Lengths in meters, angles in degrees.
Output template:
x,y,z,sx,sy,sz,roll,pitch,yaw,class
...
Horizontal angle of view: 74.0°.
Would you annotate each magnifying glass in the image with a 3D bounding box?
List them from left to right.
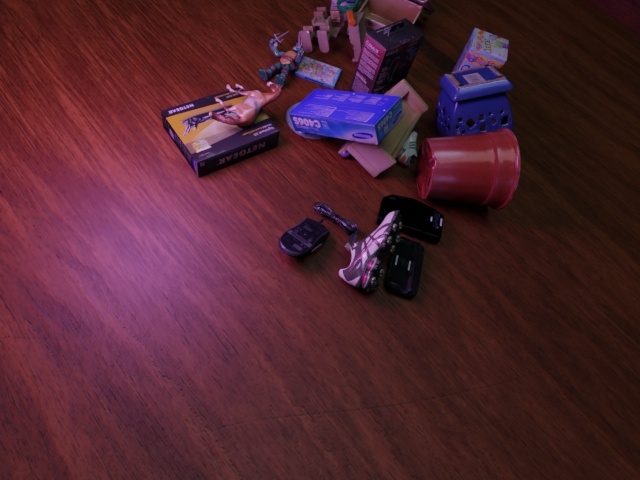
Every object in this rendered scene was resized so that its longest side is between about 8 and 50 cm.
x,y,z,sx,sy,sz,roll,pitch,yaw,class
0.116,-0.933,1.723,0.092,0.026,0.231,-9,49,6,magnifying glass

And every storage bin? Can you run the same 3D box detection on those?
x,y,z,sx,sy,sz,roll,pitch,yaw,class
0.285,-0.977,1.894,0.260,0.123,0.262,25,58,3,storage bin

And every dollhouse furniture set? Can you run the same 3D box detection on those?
x,y,z,sx,sy,sz,roll,pitch,yaw,class
0.065,-0.857,1.793,0.242,0.161,0.212,9,55,19,dollhouse furniture set

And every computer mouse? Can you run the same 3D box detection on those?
x,y,z,sx,sy,sz,roll,pitch,yaw,class
0.000,0.000,1.285,0.184,0.060,0.262,31,46,12,computer mouse

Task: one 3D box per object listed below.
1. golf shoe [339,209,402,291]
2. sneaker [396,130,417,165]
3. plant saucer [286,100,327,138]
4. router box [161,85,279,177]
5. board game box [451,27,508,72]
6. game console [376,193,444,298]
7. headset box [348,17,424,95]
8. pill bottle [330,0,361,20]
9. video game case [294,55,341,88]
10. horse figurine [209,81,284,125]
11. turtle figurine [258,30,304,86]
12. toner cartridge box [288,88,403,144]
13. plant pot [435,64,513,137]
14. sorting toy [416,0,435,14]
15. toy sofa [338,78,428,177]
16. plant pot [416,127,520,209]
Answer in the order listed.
x,y,z,sx,sy,sz,roll,pitch,yaw,class
0.154,0.016,1.257,0.120,0.105,0.273,18,67,29,golf shoe
0.328,-0.334,1.565,0.075,0.057,0.161,41,57,-7,sneaker
-0.028,-0.457,1.563,0.194,0.037,0.195,6,59,-10,plant saucer
-0.330,-0.372,1.418,0.308,0.081,0.243,-29,70,-26,router box
0.601,-0.655,1.680,0.142,0.275,0.144,20,58,0,board game box
0.268,0.009,1.347,0.213,0.044,0.361,18,57,1,game console
0.249,-0.680,1.607,0.218,0.293,0.110,-34,72,-26,headset box
0.122,-1.120,1.855,0.152,0.272,0.152,5,59,-9,pill bottle
-0.008,-0.679,1.714,0.166,0.015,0.119,20,57,-1,video game case
-0.251,-0.445,1.394,0.174,0.066,0.263,22,54,8,horse figurine
-0.129,-0.704,1.640,0.175,0.118,0.234,18,68,33,turtle figurine
0.079,-0.415,1.402,0.347,0.075,0.165,20,58,35,toner cartridge box
0.555,-0.495,1.542,0.235,0.212,0.236,-9,39,4,plant pot
0.423,-1.111,1.940,0.196,0.047,0.347,31,24,17,sorting toy
0.231,-0.399,1.539,0.150,0.177,0.362,42,56,-15,toy sofa
0.474,-0.241,1.427,0.265,0.272,0.272,1,59,-3,plant pot
